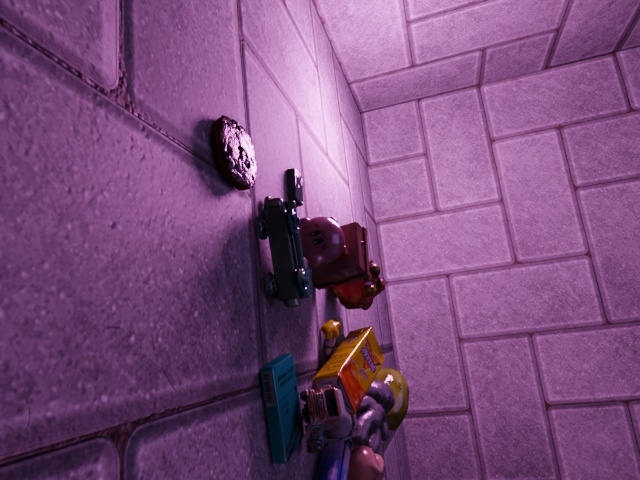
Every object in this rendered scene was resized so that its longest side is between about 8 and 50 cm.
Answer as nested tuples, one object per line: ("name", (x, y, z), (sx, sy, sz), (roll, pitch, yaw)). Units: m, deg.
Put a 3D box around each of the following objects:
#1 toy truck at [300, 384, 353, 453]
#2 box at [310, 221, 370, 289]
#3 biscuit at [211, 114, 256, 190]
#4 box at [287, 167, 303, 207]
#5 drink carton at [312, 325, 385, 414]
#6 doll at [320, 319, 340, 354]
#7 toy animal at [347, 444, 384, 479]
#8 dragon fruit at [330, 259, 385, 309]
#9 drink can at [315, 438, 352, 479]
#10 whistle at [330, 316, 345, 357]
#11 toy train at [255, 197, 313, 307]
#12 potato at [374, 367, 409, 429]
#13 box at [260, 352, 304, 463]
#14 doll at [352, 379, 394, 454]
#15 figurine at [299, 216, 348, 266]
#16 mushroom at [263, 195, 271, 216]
("toy truck", (0.022, 0.494, 1.217), (0.257, 0.140, 0.108), (89, -9, -47))
("box", (0.067, 0.056, 1.635), (0.086, 0.215, 0.215), (45, 36, -47))
("biscuit", (-0.207, -0.215, 1.091), (0.192, 0.049, 0.192), (-13, 90, -78))
("box", (-0.088, -0.186, 1.552), (0.091, 0.031, 0.126), (48, 37, -64))
("drink carton", (0.113, 0.454, 1.573), (0.351, 0.111, 0.155), (-33, 102, -60))
("doll", (0.032, 0.359, 1.626), (0.113, 0.071, 0.135), (92, 7, -52))
("toy animal", (0.149, 0.821, 1.578), (0.154, 0.166, 0.250), (38, -20, 34))
("dragon fruit", (0.155, 0.162, 1.879), (0.307, 0.227, 0.243), (-88, 166, -45))
("drink can", (0.038, 0.698, 1.340), (0.235, 0.097, 0.097), (-66, 144, -66))
("whistle", (0.076, 0.426, 1.719), (0.126, 0.067, 0.258), (59, 23, -55))
("toy train", (-0.094, 0.031, 1.232), (0.194, 0.120, 0.298), (-25, 107, -82))
("potato", (0.342, 0.791, 2.227), (0.216, 0.215, 0.304), (66, 30, -44))
("box", (-0.094, 0.417, 1.120), (0.161, 0.042, 0.227), (6, 75, -75))
("doll", (0.206, 0.755, 1.921), (0.246, 0.158, 0.340), (42, 45, -16))
("figurine", (0.000, 0.000, 1.510), (0.173, 0.173, 0.173), (-10, 90, -75))
("mushroom", (-0.148, -0.078, 1.280), (0.049, 0.019, 0.101), (-26, 110, -73))
